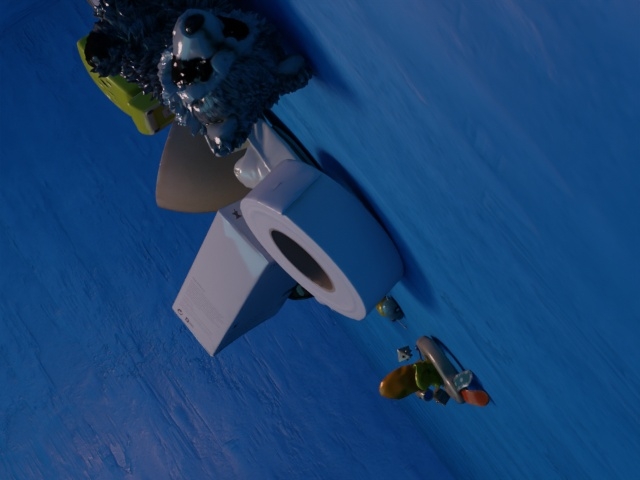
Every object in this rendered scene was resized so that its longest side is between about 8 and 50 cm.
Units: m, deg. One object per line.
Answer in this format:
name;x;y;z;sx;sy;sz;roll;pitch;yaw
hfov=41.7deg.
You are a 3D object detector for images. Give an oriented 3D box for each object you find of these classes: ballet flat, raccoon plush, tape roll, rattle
ballet flat;-0.130;-0.178;1.582;0.400;0.139;0.139;51;173;28
raccoon plush;-0.114;-0.234;1.193;0.299;0.216;0.446;41;-167;18
tape roll;0.000;0.000;1.392;0.286;0.100;0.286;41;164;14
rattle;0.195;0.263;1.498;0.200;0.142;0.130;-124;20;-61

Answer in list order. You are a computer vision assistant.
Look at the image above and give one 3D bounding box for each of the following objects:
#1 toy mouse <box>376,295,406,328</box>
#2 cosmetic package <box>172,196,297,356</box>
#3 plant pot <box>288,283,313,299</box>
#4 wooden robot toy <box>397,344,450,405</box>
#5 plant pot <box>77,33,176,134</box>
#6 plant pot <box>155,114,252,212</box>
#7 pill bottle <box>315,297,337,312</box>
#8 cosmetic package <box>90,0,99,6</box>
toy mouse;0.123;0.118;1.722;0.161;0.031;0.143;54;174;9
cosmetic package;-0.145;0.054;1.758;0.156;0.217;0.385;48;141;11
plant pot;-0.038;0.022;1.904;0.165;0.167;0.167;65;171;-21
wooden robot toy;0.226;0.296;1.769;0.173;0.076;0.079;57;163;-23
plant pot;-0.376;-0.378;1.875;0.207;0.228;0.227;53;170;7
plant pot;-0.215;-0.176;1.820;0.191;0.284;0.284;18;172;2
pill bottle;0.014;0.100;2.137;0.184;0.103;0.103;49;172;43
cosmetic package;-0.691;-0.797;2.602;0.309;0.113;0.160;50;173;42
